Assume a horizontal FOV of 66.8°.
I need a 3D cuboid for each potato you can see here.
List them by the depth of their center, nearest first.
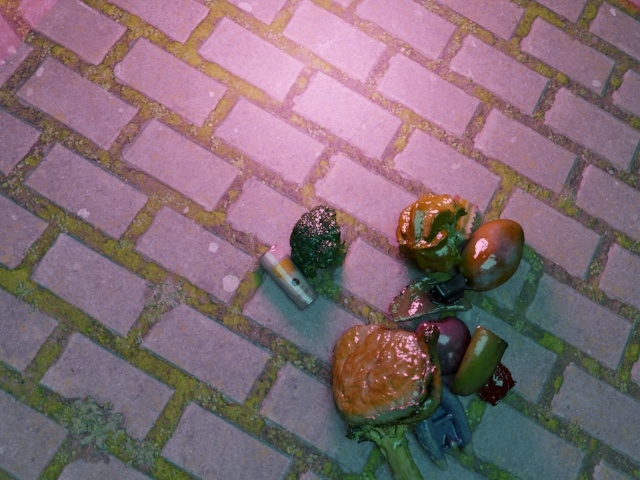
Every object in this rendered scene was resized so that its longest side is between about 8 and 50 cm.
[{"bbox_3d":[0.580,0.469,1.782,0.112,0.269,0.255,26,81,30],"label":"potato"}]

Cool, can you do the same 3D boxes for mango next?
[{"bbox_3d":[0.698,0.047,1.946,0.384,0.199,0.221,-39,79,-26],"label":"mango"}]

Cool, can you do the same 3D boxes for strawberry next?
[{"bbox_3d":[0.652,0.527,1.879,0.208,0.087,0.167,41,77,5],"label":"strawberry"}]

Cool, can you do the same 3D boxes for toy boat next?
[{"bbox_3d":[0.453,0.666,1.789,0.215,0.123,0.330,-15,81,-19],"label":"toy boat"}]

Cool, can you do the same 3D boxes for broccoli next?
[{"bbox_3d":[0.285,0.721,1.743,0.252,0.221,0.361,-45,96,-7],"label":"broccoli"},{"bbox_3d":[0.000,0.000,1.866,0.241,0.261,0.269,27,30,-24],"label":"broccoli"}]

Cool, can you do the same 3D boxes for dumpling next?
[{"bbox_3d":[0.418,0.233,1.919,0.332,0.086,0.166,-6,60,-7],"label":"dumpling"}]

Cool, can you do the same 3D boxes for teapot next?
[{"bbox_3d":[0.497,0.199,1.849,0.177,0.087,0.096,-22,71,-13],"label":"teapot"}]

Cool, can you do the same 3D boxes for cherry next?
[{"bbox_3d":[0.464,0.386,1.840,0.213,0.183,0.266,-9,100,-2],"label":"cherry"}]

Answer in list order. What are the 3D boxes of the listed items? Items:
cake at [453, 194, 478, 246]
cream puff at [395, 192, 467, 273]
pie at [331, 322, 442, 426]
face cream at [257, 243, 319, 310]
[{"bbox_3d":[0.580,-0.085,2.013,0.109,0.090,0.225,25,75,3],"label":"cake"},{"bbox_3d":[0.401,-0.037,1.873,0.269,0.274,0.323,11,80,-46],"label":"cream puff"},{"bbox_3d":[0.211,0.471,1.697,0.418,0.180,0.395,-10,42,28],"label":"pie"},{"bbox_3d":[-0.124,0.142,1.881,0.107,0.073,0.269,-37,82,-24],"label":"face cream"}]
